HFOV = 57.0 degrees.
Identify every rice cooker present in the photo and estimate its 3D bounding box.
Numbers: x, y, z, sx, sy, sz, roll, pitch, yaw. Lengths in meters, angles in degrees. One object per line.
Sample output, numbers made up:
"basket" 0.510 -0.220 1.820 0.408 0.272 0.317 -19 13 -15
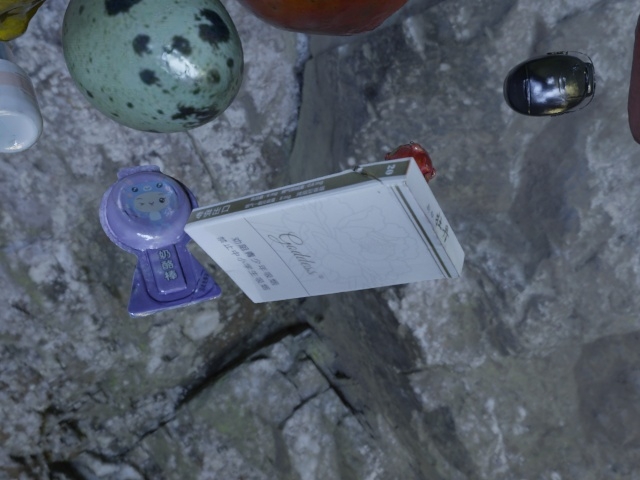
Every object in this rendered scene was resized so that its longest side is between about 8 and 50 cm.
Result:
"rice cooker" 0.518 -0.354 1.344 0.118 0.203 0.142 -86 -10 -77

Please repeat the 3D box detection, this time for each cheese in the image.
"cheese" -0.175 -0.009 0.630 0.042 0.105 0.191 109 141 -54

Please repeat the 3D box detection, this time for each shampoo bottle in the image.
"shampoo bottle" -0.380 -0.184 0.696 0.192 0.074 0.074 58 163 34

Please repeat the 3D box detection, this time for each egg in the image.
"egg" -0.172 -0.199 0.627 0.228 0.177 0.177 35 150 40

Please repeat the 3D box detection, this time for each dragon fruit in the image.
"dragon fruit" 0.220 -0.177 1.458 0.136 0.166 0.133 25 116 -1

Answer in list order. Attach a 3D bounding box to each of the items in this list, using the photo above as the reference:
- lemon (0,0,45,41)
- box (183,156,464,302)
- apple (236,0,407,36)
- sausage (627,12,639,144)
"lemon" -0.276 -0.276 0.420 0.228 0.228 0.253 37 165 45
"box" 0.000 0.000 0.464 0.198 0.029 0.109 -10 135 30
"apple" -0.013 -0.399 0.609 0.329 0.295 0.365 29 163 -25
"sausage" 0.482 -0.222 0.763 0.148 0.148 0.254 40 151 40
